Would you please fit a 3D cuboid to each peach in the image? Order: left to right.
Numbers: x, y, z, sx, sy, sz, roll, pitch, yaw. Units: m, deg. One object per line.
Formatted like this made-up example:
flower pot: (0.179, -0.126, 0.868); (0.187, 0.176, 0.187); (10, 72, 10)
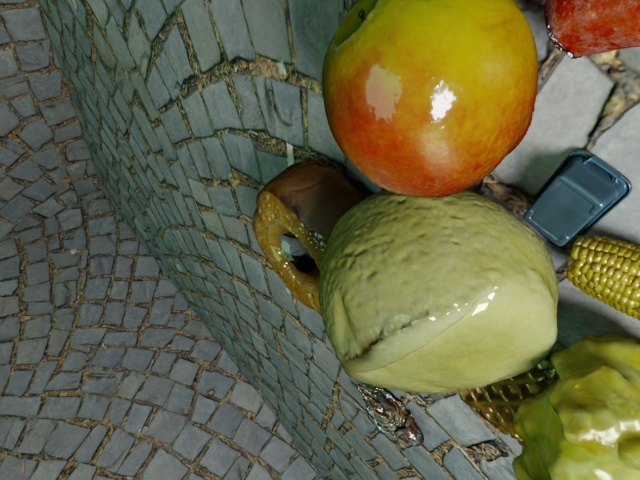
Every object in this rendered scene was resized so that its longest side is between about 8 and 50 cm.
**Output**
peach: (0.113, -0.162, 0.468); (0.231, 0.231, 0.230); (37, 145, 32)

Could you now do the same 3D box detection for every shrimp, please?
shrimp: (0.158, 0.424, 1.100); (0.233, 0.090, 0.079); (38, 180, 12)

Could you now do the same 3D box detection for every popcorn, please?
popcorn: (0.355, 0.255, 0.515); (0.250, 0.235, 0.241); (106, 149, -42)

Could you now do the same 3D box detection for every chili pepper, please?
chili pepper: (0.275, -0.201, 0.337); (0.086, 0.084, 0.192); (53, 160, -27)

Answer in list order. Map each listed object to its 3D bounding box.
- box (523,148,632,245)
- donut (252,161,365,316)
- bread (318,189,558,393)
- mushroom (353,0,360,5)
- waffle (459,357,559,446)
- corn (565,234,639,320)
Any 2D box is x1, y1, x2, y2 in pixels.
box: (0.283, -0.044, 0.503); (0.074, 0.054, 0.099); (47, 149, 21)
donut: (0.000, 0.000, 0.873); (0.317, 0.150, 0.298); (28, 136, 41)
bread: (0.146, 0.071, 0.610); (0.321, 0.237, 0.320); (4, 150, 3)
mushroom: (0.094, -0.239, 0.587); (0.085, 0.071, 0.209); (1, 127, 21)
waffle: (0.298, 0.229, 0.753); (0.238, 0.059, 0.243); (28, 137, 45)
corn: (0.371, 0.063, 0.452); (0.238, 0.080, 0.080); (36, 144, 38)
